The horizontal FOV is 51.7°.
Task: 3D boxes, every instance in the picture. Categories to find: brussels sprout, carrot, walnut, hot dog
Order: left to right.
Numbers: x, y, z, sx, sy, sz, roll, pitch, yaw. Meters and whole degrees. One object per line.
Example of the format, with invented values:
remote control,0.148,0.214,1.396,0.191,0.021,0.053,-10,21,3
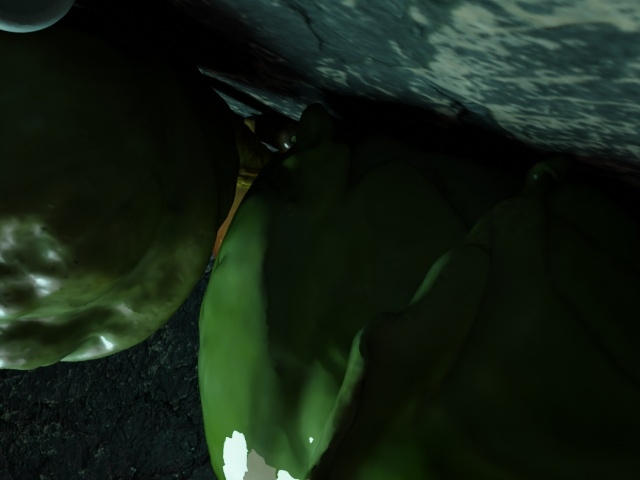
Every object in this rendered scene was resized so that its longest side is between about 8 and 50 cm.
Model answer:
walnut,-0.206,-0.041,0.508,0.282,0.277,0.253,16,-140,-55
hot dog,-0.109,-0.112,0.716,0.147,0.065,0.099,42,-173,-37
carrot,-0.060,-0.128,0.774,0.036,0.035,0.165,22,-175,-31
brussels sprout,0.061,0.112,0.541,0.343,0.360,0.425,20,-178,-6

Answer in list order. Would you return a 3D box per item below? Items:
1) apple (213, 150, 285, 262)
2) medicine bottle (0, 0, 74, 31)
apple,0.000,0.000,0.852,0.272,0.206,0.251,39,-141,7
medicine bottle,-0.190,-0.158,0.374,0.092,0.061,0.221,-5,-158,-41
